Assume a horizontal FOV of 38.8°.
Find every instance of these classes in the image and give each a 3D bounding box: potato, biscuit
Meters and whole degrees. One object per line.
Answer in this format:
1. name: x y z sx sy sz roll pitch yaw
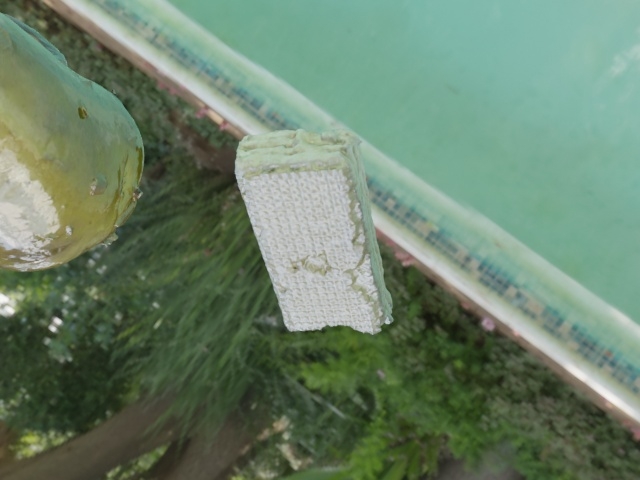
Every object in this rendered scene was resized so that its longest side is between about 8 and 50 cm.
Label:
1. potato: -0.175 -0.052 0.504 0.137 0.137 0.176 36 177 37
2. biscuit: 0.000 0.000 0.844 0.108 0.062 0.239 -2 137 13

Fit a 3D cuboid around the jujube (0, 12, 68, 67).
1. jujube: -0.402 -0.144 1.075 0.183 0.243 0.183 34 -166 -10
